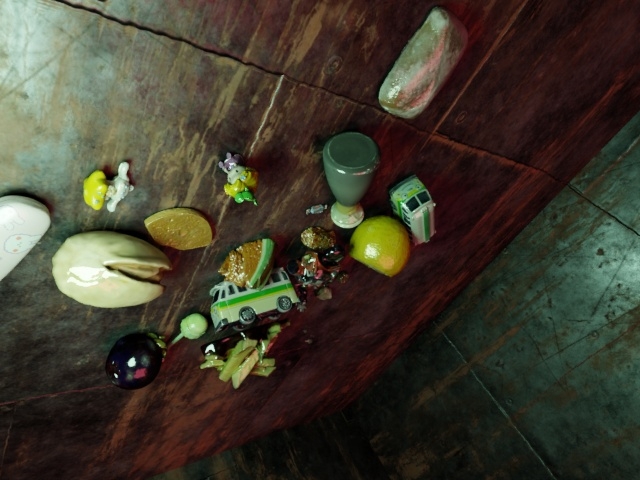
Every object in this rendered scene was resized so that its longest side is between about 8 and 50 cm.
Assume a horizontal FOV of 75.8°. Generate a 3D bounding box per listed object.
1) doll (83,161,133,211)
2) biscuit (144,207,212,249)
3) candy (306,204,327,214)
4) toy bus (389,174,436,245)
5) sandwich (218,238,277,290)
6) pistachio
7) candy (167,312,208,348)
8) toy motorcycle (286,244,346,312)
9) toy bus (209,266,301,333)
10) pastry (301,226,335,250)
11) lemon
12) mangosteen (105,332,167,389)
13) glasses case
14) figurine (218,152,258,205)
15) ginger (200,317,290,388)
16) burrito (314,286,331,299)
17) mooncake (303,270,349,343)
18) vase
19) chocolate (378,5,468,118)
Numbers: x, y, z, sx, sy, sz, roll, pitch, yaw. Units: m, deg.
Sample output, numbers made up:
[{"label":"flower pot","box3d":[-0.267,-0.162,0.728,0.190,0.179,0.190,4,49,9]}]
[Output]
[{"label":"doll","box3d":[-0.502,-0.119,0.976,0.113,0.071,0.135,-34,158,-36]},{"label":"biscuit","box3d":[-0.400,-0.034,1.188,0.142,0.029,0.220,-47,144,20]},{"label":"candy","box3d":[-0.014,-0.107,1.435,0.083,0.020,0.030,-16,143,-28]},{"label":"toy bus","box3d":[0.374,-0.111,1.635,0.133,0.165,0.276,-33,147,-4]},{"label":"sandwich","box3d":[-0.239,0.072,1.394,0.109,0.159,0.185,114,-3,-77]},{"label":"pistachio","box3d":[-0.534,0.082,1.089,0.318,0.213,0.194,31,68,-62]},{"label":"candy","box3d":[-0.552,0.385,1.559,0.335,0.093,0.092,-39,104,22]},{"label":"toy motorcycle","box3d":[-0.040,0.147,1.592,0.206,0.134,0.401,-7,149,-18]},{"label":"toy bus","box3d":[-0.248,0.211,1.486,0.305,0.179,0.143,-13,164,-29]},{"label":"pastry","box3d":[-0.001,0.002,1.544,0.169,0.063,0.087,10,124,-46]},{"label":"lemon","box3d":[0.242,0.010,1.621,0.240,0.240,0.219,27,89,-53]},{"label":"mangosteen","box3d":[-0.625,0.408,1.429,0.194,0.194,0.230,-53,168,26]},{"label":"glasses case","box3d":[-0.733,0.015,0.920,0.296,0.075,0.113,-41,148,11]},{"label":"figurine","box3d":[-0.198,-0.151,1.098,0.114,0.156,0.095,17,121,-47]},{"label":"ginger","box3d":[-0.279,0.466,1.646,0.358,0.211,0.413,-23,168,5]},{"label":"burrito","box3d":[0.022,0.243,1.886,0.074,0.044,0.118,-42,142,4]},{"label":"mooncake","box3d":[0.022,0.289,1.834,0.150,0.057,0.347,20,89,-42]},{"label":"vase","box3d":[0.091,-0.176,1.324,0.173,0.173,0.321,-24,150,-15]},{"label":"chocolate","box3d":[0.305,-0.485,1.176,0.185,0.100,0.303,9,124,-42]}]
